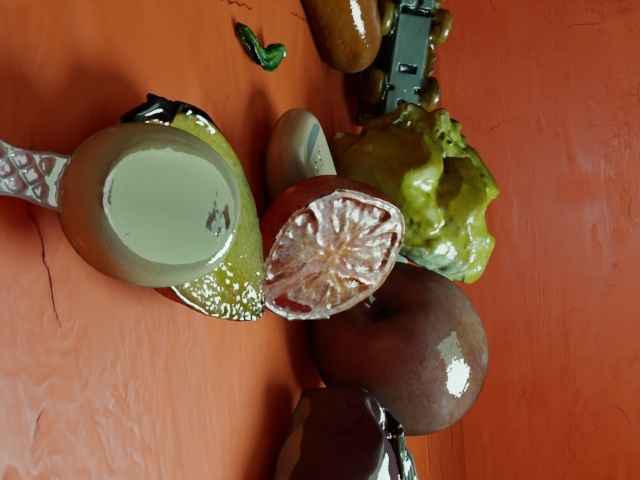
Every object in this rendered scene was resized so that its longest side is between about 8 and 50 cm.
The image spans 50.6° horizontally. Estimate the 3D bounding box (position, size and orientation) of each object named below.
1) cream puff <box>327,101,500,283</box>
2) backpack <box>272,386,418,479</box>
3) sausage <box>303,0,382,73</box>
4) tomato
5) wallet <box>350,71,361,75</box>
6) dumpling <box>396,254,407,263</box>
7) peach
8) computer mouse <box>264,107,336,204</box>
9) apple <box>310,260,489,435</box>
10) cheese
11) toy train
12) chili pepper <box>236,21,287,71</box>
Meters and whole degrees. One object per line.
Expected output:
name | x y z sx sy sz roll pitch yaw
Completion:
cream puff | 0.185 -0.111 1.273 0.275 0.378 0.378 -56 162 6
backpack | 0.040 0.406 0.992 0.317 0.197 0.283 72 31 -42
sausage | 0.043 -0.415 1.225 0.258 0.133 0.133 67 27 -47
tomato | 0.000 0.000 0.956 0.095 0.237 0.236 55 -9 44
wallet | 0.071 -0.527 1.457 0.170 0.044 0.320 64 28 -57
dumpling | 0.093 0.095 1.344 0.151 0.124 0.228 31 58 -23
peach | -0.136 -0.019 0.696 0.189 0.068 0.279 -59 137 -43
computer mouse | -0.028 -0.086 1.034 0.236 0.082 0.145 71 25 -45
apple | 0.130 0.168 1.128 0.235 0.306 0.305 73 23 -44
cheese | -0.170 -0.037 0.537 0.228 0.064 0.137 14 80 -39
toy train | 0.171 -0.418 1.499 0.231 0.163 0.368 -131 -131 -77
chili pepper | -0.086 -0.269 0.970 0.118 0.035 0.055 3 72 -62
